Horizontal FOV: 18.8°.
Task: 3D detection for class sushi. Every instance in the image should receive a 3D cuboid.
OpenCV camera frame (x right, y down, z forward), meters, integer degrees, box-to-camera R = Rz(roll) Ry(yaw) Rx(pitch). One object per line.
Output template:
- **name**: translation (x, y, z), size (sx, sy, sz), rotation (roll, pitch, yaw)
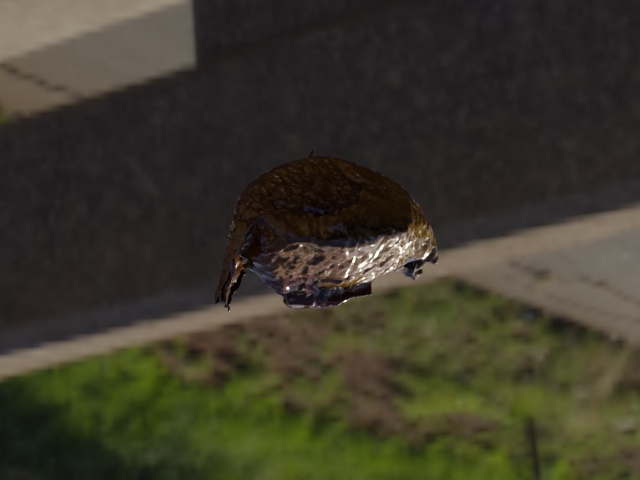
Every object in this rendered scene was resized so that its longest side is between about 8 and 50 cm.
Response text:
- **sushi**: translation (0.000, 0.000, 0.656), size (0.099, 0.050, 0.047), rotation (-1, 127, -35)
